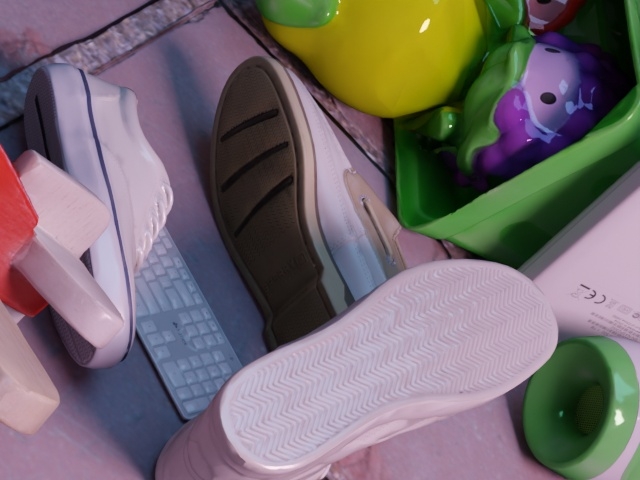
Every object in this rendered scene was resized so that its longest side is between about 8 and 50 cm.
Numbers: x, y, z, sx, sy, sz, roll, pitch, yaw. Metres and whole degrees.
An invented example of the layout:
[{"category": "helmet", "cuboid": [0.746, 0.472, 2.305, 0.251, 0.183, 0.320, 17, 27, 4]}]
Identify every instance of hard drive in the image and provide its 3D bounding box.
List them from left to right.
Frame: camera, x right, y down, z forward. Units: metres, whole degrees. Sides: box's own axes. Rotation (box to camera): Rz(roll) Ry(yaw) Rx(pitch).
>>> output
[{"category": "hard drive", "cuboid": [0.304, 0.018, 1.644, 0.203, 0.307, 0.040, 26, 40, -25]}]

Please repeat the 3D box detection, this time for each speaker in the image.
[{"category": "speaker", "cuboid": [0.314, 0.164, 1.670, 0.296, 0.131, 0.131, 16, 45, -34]}]

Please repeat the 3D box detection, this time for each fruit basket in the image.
[{"category": "fruit basket", "cuboid": [0.136, -0.186, 1.743, 0.392, 0.283, 0.392, 42, 33, -35]}]

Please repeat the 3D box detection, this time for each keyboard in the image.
[{"category": "keyboard", "cuboid": [-0.131, 0.018, 1.472, 0.072, 0.014, 0.256, -8, 61, -47]}]

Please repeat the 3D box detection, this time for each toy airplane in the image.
[{"category": "toy airplane", "cuboid": [-0.286, -0.044, 1.182, 0.272, 0.386, 0.384, -32, 91, -12]}]

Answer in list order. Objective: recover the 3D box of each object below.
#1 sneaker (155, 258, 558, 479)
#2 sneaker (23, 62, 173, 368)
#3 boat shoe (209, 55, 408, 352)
[{"category": "sneaker", "cuboid": [0.017, 0.107, 1.390, 0.292, 0.169, 0.108, -18, 76, -33]}, {"category": "sneaker", "cuboid": [-0.148, -0.023, 1.416, 0.091, 0.094, 0.258, 5, 53, -25]}, {"category": "boat shoe", "cuboid": [0.000, 0.000, 1.545, 0.103, 0.113, 0.302, 4, 64, -44]}]
